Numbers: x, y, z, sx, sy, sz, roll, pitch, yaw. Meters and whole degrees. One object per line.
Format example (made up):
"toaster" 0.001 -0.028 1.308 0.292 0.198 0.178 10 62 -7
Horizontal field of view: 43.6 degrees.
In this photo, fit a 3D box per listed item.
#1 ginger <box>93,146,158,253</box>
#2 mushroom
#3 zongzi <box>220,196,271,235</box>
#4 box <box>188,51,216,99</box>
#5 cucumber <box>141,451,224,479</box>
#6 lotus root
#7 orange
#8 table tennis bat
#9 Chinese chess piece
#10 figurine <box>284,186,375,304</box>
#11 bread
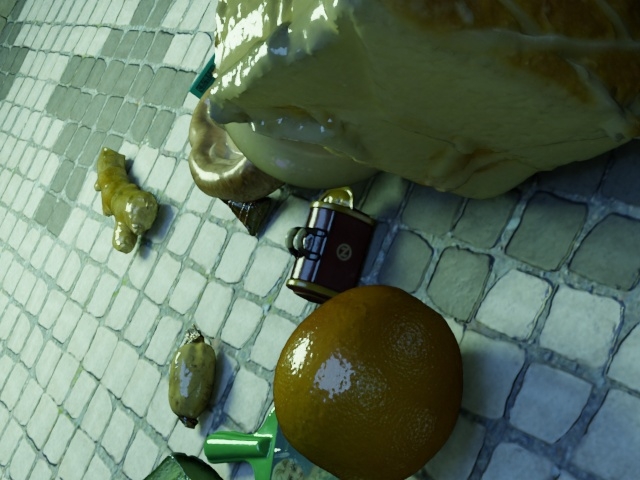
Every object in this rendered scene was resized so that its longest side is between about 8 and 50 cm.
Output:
"ginger" -0.369 -0.090 1.495 0.118 0.065 0.299 -48 39 10
"mushroom" -0.093 -0.172 1.176 0.278 0.146 0.278 -24 46 28
"zongzi" -0.122 -0.058 1.206 0.083 0.074 0.067 54 128 48
"box" -0.129 -0.334 1.334 0.226 0.042 0.161 -53 7 12
"cucumber" -0.174 0.343 1.040 0.115 0.062 0.116 -44 61 20
"lotus root" -0.184 0.191 1.140 0.072 0.063 0.151 -28 53 47
"orange" 0.050 0.145 0.821 0.206 0.206 0.206 -24 53 36
"table tennis bat" -0.051 0.256 0.984 0.257 0.039 0.160 -12 59 40
"Chinese chess piece" 0.000 -0.196 1.016 0.102 0.273 0.273 106 175 -70
"figurine" 0.001 -0.001 1.025 0.082 0.098 0.154 3 74 51
"bread" 0.121 -0.262 0.811 0.279 0.390 0.371 -27 55 57
